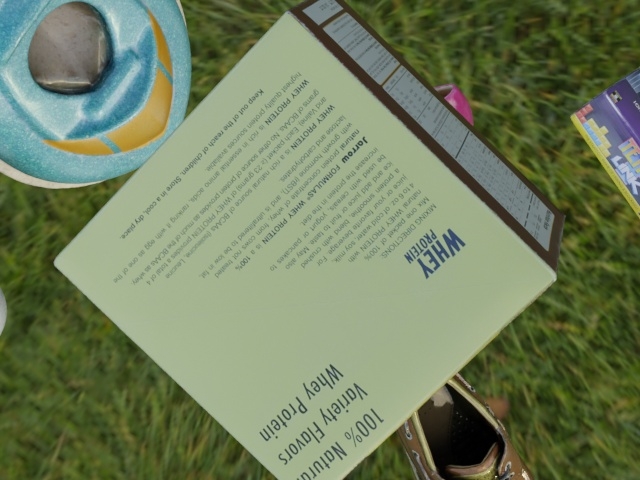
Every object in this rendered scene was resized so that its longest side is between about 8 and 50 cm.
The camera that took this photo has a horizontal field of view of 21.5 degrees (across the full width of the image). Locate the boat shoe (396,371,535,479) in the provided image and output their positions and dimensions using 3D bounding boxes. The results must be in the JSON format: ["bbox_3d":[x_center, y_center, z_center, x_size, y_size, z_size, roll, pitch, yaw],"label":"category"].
[{"bbox_3d":[0.147,0.228,1.736,0.111,0.104,0.307,-39,110,-4],"label":"boat shoe"}]

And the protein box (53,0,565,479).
[{"bbox_3d":[0.000,0.000,0.969,0.201,0.136,0.200,44,107,-2],"label":"protein box"}]

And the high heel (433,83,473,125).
[{"bbox_3d":[0.022,-0.093,1.581,0.244,0.082,0.117,-1,141,10],"label":"high heel"}]

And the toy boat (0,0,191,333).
[{"bbox_3d":[-0.208,-0.073,1.191,0.148,0.267,0.318,32,88,38],"label":"toy boat"}]

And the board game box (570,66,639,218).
[{"bbox_3d":[0.309,-0.070,1.461,0.048,0.141,0.170,-36,88,40],"label":"board game box"}]
